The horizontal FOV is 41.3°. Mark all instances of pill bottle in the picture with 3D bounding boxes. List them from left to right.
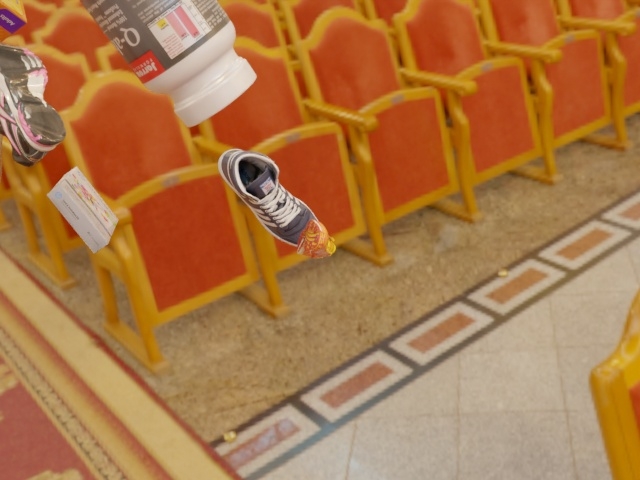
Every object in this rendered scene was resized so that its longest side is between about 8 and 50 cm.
[{"bbox_3d":[-0.291,-0.409,1.600,0.210,0.363,0.210,-32,19,12],"label":"pill bottle"}]

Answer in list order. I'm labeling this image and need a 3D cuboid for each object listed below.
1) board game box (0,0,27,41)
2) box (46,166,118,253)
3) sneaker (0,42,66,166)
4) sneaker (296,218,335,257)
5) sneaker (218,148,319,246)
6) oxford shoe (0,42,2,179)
[{"bbox_3d":[-0.999,-0.646,2.069,0.356,0.356,0.356,-31,60,15],"label":"board game box"},{"bbox_3d":[-0.471,-0.064,1.699,0.038,0.145,0.186,-34,16,2],"label":"box"},{"bbox_3d":[-0.379,-0.167,1.049,0.072,0.077,0.178,10,46,-46],"label":"sneaker"},{"bbox_3d":[0.000,0.000,1.563,0.067,0.064,0.175,14,-5,-6],"label":"sneaker"},{"bbox_3d":[-0.094,-0.083,1.783,0.099,0.282,0.153,-49,14,-9],"label":"sneaker"},{"bbox_3d":[-0.561,-0.168,1.343,0.123,0.348,0.130,7,-9,-4],"label":"oxford shoe"}]
